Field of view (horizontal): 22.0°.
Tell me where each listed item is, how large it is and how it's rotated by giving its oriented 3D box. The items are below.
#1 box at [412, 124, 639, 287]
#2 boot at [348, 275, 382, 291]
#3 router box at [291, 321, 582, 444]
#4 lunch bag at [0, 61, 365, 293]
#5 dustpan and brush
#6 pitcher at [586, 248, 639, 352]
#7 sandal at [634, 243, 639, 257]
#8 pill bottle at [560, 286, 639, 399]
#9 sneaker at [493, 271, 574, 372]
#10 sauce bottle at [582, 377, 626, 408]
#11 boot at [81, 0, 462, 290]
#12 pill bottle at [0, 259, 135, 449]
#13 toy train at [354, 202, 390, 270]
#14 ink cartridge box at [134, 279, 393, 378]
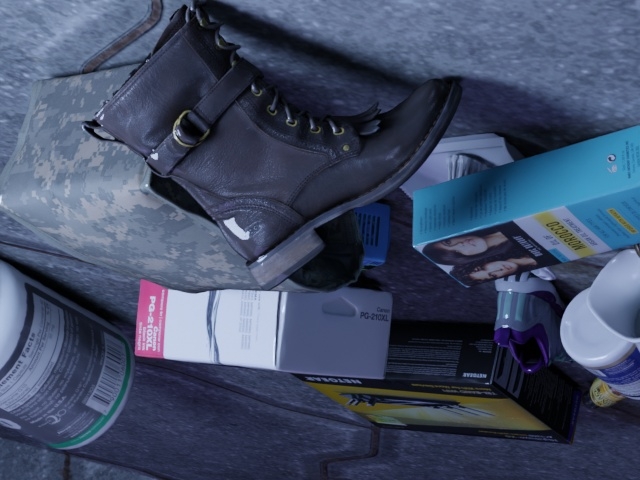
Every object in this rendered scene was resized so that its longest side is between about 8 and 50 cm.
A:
[{"bbox_3d":[0.209,-0.029,1.456,0.244,0.060,0.100,-16,147,31],"label":"box"},{"bbox_3d":[0.002,0.052,1.966,0.114,0.037,0.106,5,157,39],"label":"boot"},{"bbox_3d":[0.151,0.184,2.159,0.309,0.081,0.243,0,157,36],"label":"router box"},{"bbox_3d":[-0.121,-0.041,1.580,0.235,0.169,0.287,-4,150,43],"label":"lunch bag"},{"bbox_3d":[0.169,-0.025,1.578,0.147,0.060,0.211,-5,154,43],"label":"dustpan and brush"},{"bbox_3d":[0.389,0.111,1.668,0.207,0.125,0.178,32,-167,-33],"label":"pitcher"},{"bbox_3d":[0.388,0.022,1.527,0.219,0.090,0.060,15,178,-6],"label":"sandal"},{"bbox_3d":[0.344,0.120,1.818,0.094,0.094,0.169,-2,156,39],"label":"pill bottle"},{"bbox_3d":[0.251,0.115,1.863,0.083,0.098,0.224,-1,156,37],"label":"sneaker"},{"bbox_3d":[0.363,0.189,2.082,0.042,0.042,0.128,15,160,-3],"label":"sauce bottle"},{"bbox_3d":[-0.038,-0.110,1.374,0.229,0.263,0.091,49,178,-6],"label":"boot"},{"bbox_3d":[-0.440,0.143,2.279,0.204,0.204,0.361,0,156,36],"label":"pill bottle"},{"bbox_3d":[0.000,0.000,1.750,0.105,0.080,0.184,12,165,-19],"label":"toy train"},{"bbox_3d":[-0.063,0.093,1.818,0.172,0.100,0.237,9,175,-44],"label":"ink cartridge box"}]
